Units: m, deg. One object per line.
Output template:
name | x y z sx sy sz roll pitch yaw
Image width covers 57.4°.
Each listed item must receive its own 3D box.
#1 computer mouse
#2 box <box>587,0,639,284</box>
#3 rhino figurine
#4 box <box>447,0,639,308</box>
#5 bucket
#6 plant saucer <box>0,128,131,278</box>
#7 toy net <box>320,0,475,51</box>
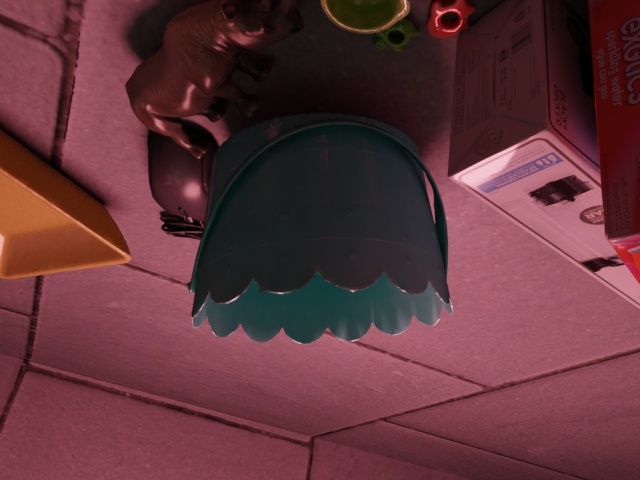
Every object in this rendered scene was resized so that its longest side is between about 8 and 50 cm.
computer mouse | -0.142 -0.042 0.790 0.184 0.060 0.262 13 151 -3
box | 0.260 -0.090 0.380 0.122 0.257 0.128 -16 141 40
rhino figurine | -0.101 -0.167 0.550 0.106 0.073 0.243 26 146 -30
box | 0.245 -0.068 0.515 0.290 0.169 0.087 27 147 -28
bucket | 0.000 0.000 0.638 0.281 0.183 0.281 -3 161 -1
plant saucer | -0.488 -0.064 0.843 0.332 0.081 0.333 -7 146 29
toy net | 0.118 -0.206 0.438 0.232 0.045 0.122 -12 143 34
